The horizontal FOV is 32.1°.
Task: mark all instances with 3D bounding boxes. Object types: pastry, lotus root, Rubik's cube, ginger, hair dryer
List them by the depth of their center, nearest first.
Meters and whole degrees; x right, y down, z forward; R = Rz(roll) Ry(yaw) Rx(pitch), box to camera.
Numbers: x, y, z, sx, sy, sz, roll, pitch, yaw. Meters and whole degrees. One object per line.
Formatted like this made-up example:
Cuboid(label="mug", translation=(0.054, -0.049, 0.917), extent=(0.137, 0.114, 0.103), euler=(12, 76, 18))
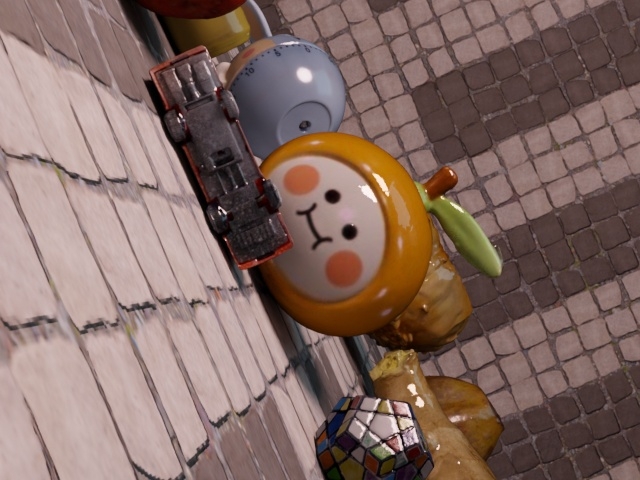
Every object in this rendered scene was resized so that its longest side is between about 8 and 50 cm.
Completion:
Cuboid(label="Rubik's cube", translation=(0.048, 0.190, 1.004), extent=(0.093, 0.111, 0.111), euler=(106, -30, -49))
Cuboid(label="hair dryer", translation=(-0.151, -0.290, 1.325), extent=(0.135, 0.090, 0.279), euler=(65, -2, -14))
Cuboid(label="ginger", translation=(0.201, 0.341, 1.643), extent=(0.236, 0.166, 0.375), euler=(37, 33, -49))
Cuboid(label="pastry", translation=(0.096, 0.049, 1.755), extent=(0.316, 0.184, 0.284), euler=(63, -10, -17))
Cuboid(label="lotus root", translation=(0.221, 0.319, 1.937), extent=(0.188, 0.180, 0.199), euler=(58, 9, -37))

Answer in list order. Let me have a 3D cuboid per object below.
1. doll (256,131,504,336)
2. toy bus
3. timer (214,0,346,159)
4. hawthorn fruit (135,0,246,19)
Cuboid(label="doll", translation=(0.045, -0.018, 1.128), extent=(0.213, 0.236, 0.213), euler=(158, -90, -88))
Cuboid(label="toy bus", translation=(-0.086, -0.072, 0.979), extent=(0.077, 0.065, 0.192), euler=(-142, -152, -83))
Cuboid(label="timer", translation=(-0.083, -0.203, 1.407), extent=(0.255, 0.175, 0.175), euler=(37, -9, 25))
Cuboid(label="hawthorn fruit", translation=(-0.128, -0.288, 1.043), extent=(0.200, 0.179, 0.179), euler=(-79, 151, -45))
